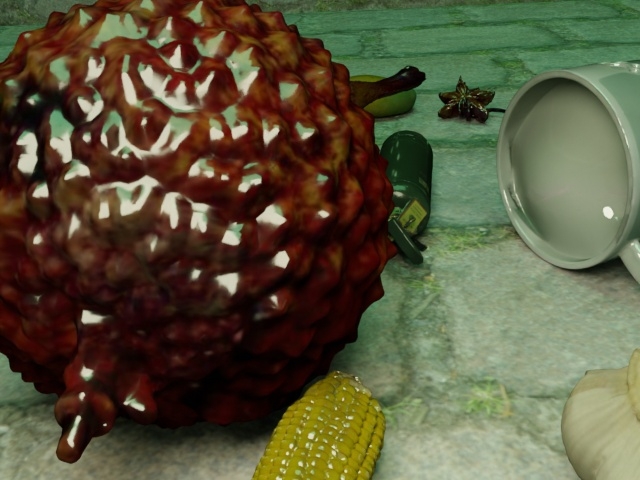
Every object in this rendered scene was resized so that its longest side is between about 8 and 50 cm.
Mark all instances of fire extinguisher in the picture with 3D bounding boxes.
[{"bbox_3d":[0.128,-0.071,1.082,0.095,0.114,0.311,-38,14,25],"label":"fire extinguisher"}]

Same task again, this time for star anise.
[{"bbox_3d":[0.344,-0.290,1.512,0.190,0.070,0.097,14,59,27],"label":"star anise"}]

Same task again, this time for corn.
[{"bbox_3d":[-0.010,0.204,0.561,0.097,0.097,0.262,6,33,17],"label":"corn"}]

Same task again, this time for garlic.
[{"bbox_3d":[0.288,0.190,0.521,0.229,0.178,0.143,1,54,48],"label":"garlic"}]

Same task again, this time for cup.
[{"bbox_3d":[0.444,-0.075,0.925,0.274,0.259,0.357,-13,60,-20],"label":"cup"}]

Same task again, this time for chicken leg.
[{"bbox_3d":[0.047,-0.212,1.191,0.158,0.096,0.407,30,50,13],"label":"chicken leg"}]

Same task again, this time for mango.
[{"bbox_3d":[0.123,-0.322,1.575,0.194,0.092,0.130,-3,24,-19],"label":"mango"}]

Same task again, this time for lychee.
[{"bbox_3d":[-0.142,-0.014,0.667,0.424,0.425,0.500,5,43,15],"label":"lychee"}]
